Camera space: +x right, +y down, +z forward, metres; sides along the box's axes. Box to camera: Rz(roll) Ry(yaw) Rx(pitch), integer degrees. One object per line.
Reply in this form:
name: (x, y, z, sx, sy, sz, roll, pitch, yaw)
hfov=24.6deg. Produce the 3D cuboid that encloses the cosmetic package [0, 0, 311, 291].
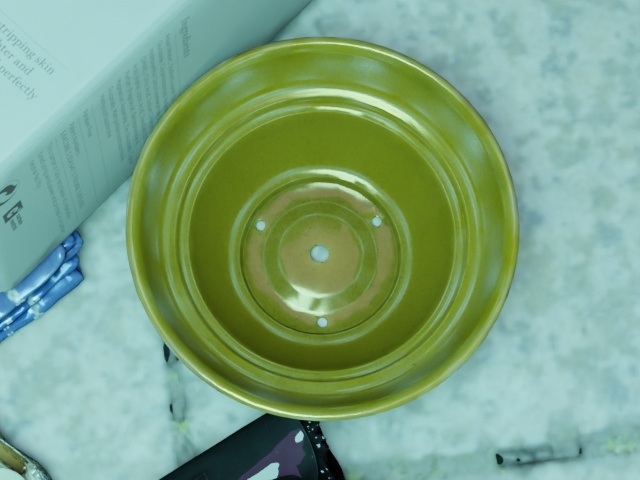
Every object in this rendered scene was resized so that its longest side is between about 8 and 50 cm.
cosmetic package: (-0.125, -0.187, 0.839, 0.217, 0.156, 0.385, 43, 71, 11)

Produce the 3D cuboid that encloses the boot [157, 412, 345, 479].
boot: (-0.046, 0.229, 0.784, 0.207, 0.094, 0.247, -23, 71, -3)

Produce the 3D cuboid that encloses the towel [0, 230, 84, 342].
towel: (-0.335, 0.020, 0.862, 0.336, 0.040, 0.243, -37, 79, -9)

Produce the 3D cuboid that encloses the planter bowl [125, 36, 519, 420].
planter bowl: (0.000, 0.000, 0.846, 0.217, 0.090, 0.217, 0, 77, -2)

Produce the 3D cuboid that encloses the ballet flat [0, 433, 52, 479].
ballet flat: (-0.196, 0.118, 0.822, 0.114, 0.041, 0.041, 38, 77, -12)
